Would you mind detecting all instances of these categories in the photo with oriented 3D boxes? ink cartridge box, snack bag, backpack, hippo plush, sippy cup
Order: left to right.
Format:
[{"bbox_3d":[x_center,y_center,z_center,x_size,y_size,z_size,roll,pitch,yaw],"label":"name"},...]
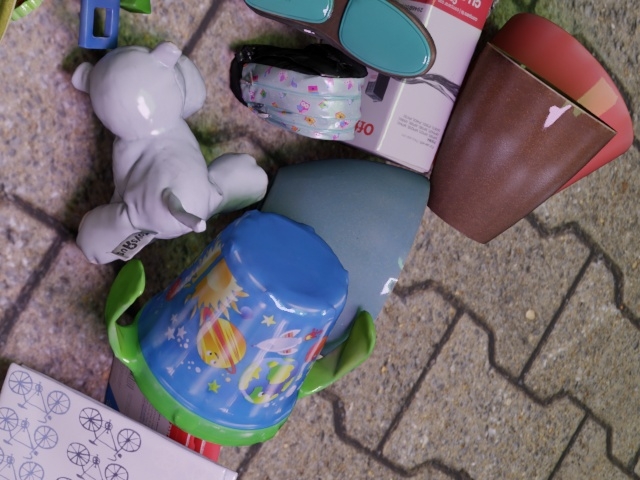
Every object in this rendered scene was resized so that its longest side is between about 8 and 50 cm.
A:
[{"bbox_3d":[-0.310,0.368,1.543,0.343,0.323,0.037,-66,171,11],"label":"snack bag"},{"bbox_3d":[-0.227,-0.113,1.495,0.237,0.234,0.294,68,20,-5],"label":"hippo plush"},{"bbox_3d":[-0.195,0.232,1.619,0.078,0.231,0.134,4,104,-41],"label":"ink cartridge box"},{"bbox_3d":[-0.087,0.092,1.479,0.305,0.240,0.224,-23,155,-52],"label":"sippy cup"},{"bbox_3d":[-0.017,-0.201,1.634,0.152,0.182,0.115,-14,115,-37],"label":"backpack"},{"bbox_3d":[0.099,-0.254,1.702,0.114,0.197,0.273,15,96,-41],"label":"ink cartridge box"}]

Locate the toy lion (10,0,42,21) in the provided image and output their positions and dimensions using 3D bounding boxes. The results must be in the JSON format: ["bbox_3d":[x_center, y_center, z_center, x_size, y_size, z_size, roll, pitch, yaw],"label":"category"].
[{"bbox_3d":[-0.350,-0.271,1.383,0.100,0.096,0.034,-50,130,-13],"label":"toy lion"}]

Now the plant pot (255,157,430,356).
[{"bbox_3d":[0.000,0.000,1.697,0.195,0.290,0.290,26,89,-6],"label":"plant pot"}]

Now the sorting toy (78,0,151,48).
[{"bbox_3d":[-0.265,-0.399,1.419,0.196,0.047,0.348,-37,132,-54],"label":"sorting toy"}]

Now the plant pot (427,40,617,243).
[{"bbox_3d":[0.252,-0.117,1.677,0.215,0.215,0.230,21,109,-43],"label":"plant pot"}]

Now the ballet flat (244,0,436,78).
[{"bbox_3d":[0.031,-0.300,1.601,0.095,0.280,0.096,-65,172,19],"label":"ballet flat"}]

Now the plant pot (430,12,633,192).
[{"bbox_3d":[0.299,-0.170,1.877,0.243,0.275,0.275,-40,129,-9],"label":"plant pot"}]

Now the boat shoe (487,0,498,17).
[{"bbox_3d":[0.210,-0.355,1.809,0.121,0.119,0.335,10,100,-42],"label":"boat shoe"}]

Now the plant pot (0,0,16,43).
[{"bbox_3d":[-0.477,-0.358,1.100,0.353,0.366,0.367,-1,107,-28],"label":"plant pot"}]
